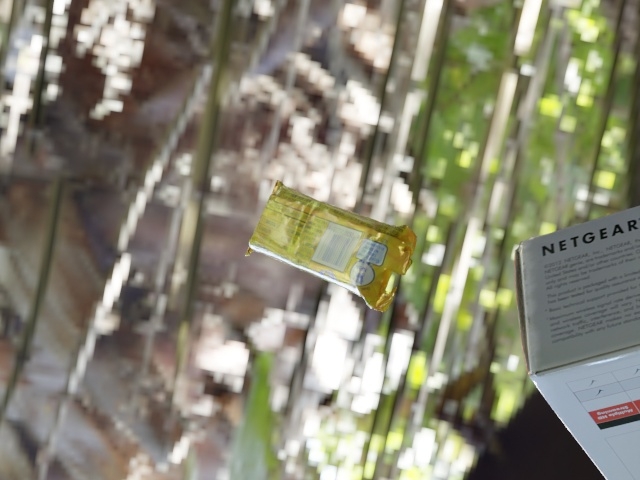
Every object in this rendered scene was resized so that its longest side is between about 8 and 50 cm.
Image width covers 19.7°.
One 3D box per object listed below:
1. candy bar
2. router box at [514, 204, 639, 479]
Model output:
[{"bbox_3d":[0.000,0.000,0.833,0.018,0.040,0.161,26,178,-25],"label":"candy bar"},{"bbox_3d":[0.308,0.067,0.924,0.335,0.301,0.082,-17,-131,20],"label":"router box"}]
